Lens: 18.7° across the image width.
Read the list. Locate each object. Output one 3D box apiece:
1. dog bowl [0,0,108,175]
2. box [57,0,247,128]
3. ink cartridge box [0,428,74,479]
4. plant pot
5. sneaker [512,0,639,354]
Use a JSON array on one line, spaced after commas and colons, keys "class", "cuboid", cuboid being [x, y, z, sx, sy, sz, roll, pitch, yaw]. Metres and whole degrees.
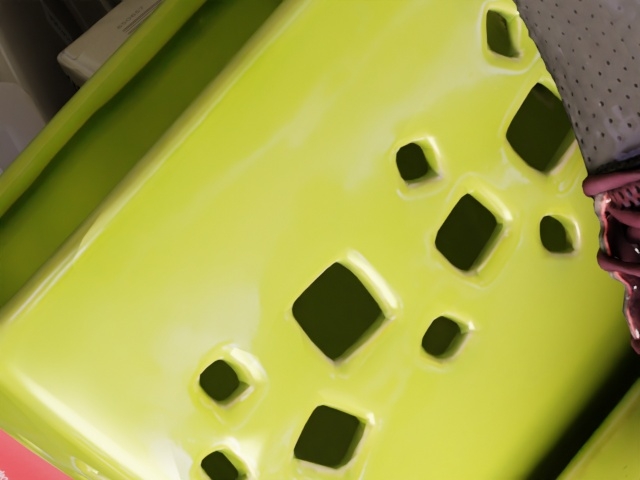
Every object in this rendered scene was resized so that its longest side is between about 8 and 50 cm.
[{"class": "dog bowl", "cuboid": [-0.148, -0.047, 0.947, 0.349, 0.102, 0.349, 61, -176, -8]}, {"class": "box", "cuboid": [0.000, 0.000, 0.899, 0.113, 0.094, 0.275, 32, 158, 52]}, {"class": "ink cartridge box", "cuboid": [-0.183, 0.069, 0.999, 0.134, 0.078, 0.231, 57, -173, -39]}, {"class": "plant pot", "cuboid": [0.007, 0.018, 0.673, 0.207, 0.228, 0.227, 46, 167, -15]}, {"class": "sneaker", "cuboid": [0.111, 0.044, 0.531, 0.281, 0.162, 0.106, 49, 166, -7]}]
